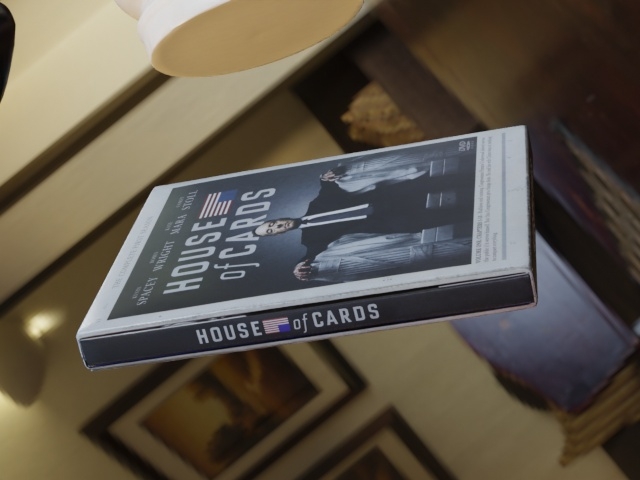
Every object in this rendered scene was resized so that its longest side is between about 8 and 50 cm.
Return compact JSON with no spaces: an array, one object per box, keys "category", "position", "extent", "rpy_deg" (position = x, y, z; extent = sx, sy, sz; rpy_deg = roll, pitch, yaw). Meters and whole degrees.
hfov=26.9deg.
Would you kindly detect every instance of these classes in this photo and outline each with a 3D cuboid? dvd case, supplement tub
[{"category":"dvd case","position":[0.000,0.000,0.746],"extent":[0.179,0.239,0.029],"rpy_deg":[-76,-26,-61]},{"category":"supplement tub","position":[-0.099,-0.324,1.167],"extent":[0.228,0.228,0.316],"rpy_deg":[50,-158,-80]}]

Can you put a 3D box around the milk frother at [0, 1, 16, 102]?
[{"category":"milk frother","position":[-0.154,-0.020,0.302],"extent":[0.129,0.143,0.135],"rpy_deg":[32,-166,-5]}]
